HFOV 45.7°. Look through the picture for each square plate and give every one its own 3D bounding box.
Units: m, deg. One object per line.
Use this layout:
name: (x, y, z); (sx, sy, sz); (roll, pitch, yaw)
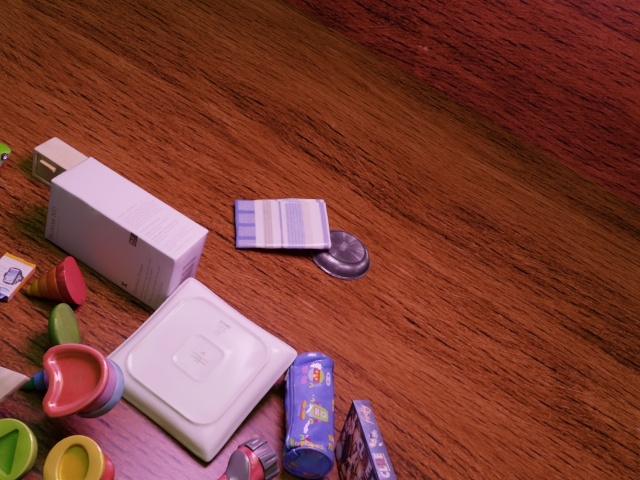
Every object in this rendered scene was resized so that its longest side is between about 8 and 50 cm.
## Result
square plate: (-0.286, 0.280, 1.779); (0.347, 0.049, 0.344); (34, 57, 14)

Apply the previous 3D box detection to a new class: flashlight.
flashlight: (-0.227, 0.518, 1.581); (0.304, 0.103, 0.103); (-21, 30, -39)

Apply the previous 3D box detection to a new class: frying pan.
frying pan: (0.021, -0.007, 2.317); (0.197, 0.053, 0.326); (-25, 62, -43)

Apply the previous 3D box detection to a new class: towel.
towel: (-0.113, -0.048, 2.269); (0.285, 0.034, 0.209); (0, 45, -9)

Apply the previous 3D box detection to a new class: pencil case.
pencil case: (-0.030, 0.399, 1.786); (0.133, 0.119, 0.306); (27, 37, -23)

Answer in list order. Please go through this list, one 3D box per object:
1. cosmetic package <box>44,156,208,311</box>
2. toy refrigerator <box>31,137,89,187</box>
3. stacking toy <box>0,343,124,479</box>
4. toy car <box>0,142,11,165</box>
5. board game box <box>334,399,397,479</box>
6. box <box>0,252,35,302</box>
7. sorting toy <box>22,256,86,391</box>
cosmetic package: (-0.501, -0.016, 1.944); (0.385, 0.217, 0.156); (29, 40, 9)
toy refrigerator: (-0.668, -0.165, 2.111); (0.270, 0.102, 0.094); (33, 41, 9)
stacking toy: (-0.541, 0.380, 1.558); (0.280, 0.130, 0.308); (-4, 64, 9)
toy car: (-0.935, -0.195, 2.054); (0.239, 0.053, 0.225); (33, 41, 10)
board game box: (0.095, 0.495, 1.669); (0.042, 0.165, 0.243); (8, 29, -18)
box: (-0.763, 0.094, 1.841); (0.081, 0.028, 0.136); (24, 42, 0)
sorting toy: (-0.634, 0.199, 1.756); (0.126, 0.127, 0.365); (-12, 48, 3)
